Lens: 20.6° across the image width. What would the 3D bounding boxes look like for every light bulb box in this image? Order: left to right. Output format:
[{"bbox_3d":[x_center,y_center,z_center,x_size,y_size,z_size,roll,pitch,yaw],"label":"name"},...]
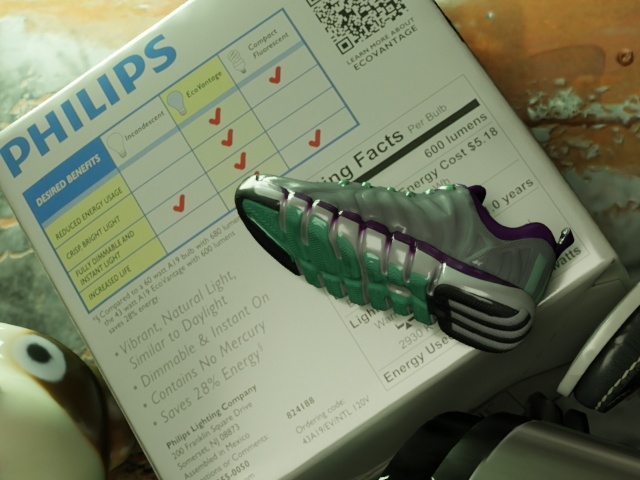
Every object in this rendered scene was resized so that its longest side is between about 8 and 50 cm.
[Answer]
[{"bbox_3d":[0.000,0.000,1.347,0.358,0.225,0.361,-34,67,5],"label":"light bulb box"}]

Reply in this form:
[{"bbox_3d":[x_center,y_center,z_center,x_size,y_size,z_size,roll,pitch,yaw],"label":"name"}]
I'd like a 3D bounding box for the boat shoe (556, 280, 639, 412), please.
[{"bbox_3d":[0.290,0.036,1.237,0.302,0.114,0.091,-37,75,-25],"label":"boat shoe"}]

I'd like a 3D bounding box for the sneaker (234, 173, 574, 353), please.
[{"bbox_3d":[0.054,-0.006,1.183,0.223,0.083,0.098,25,60,19],"label":"sneaker"}]

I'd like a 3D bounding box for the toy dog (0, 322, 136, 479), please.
[{"bbox_3d":[-0.264,0.265,1.326,0.284,0.395,0.408,10,89,6],"label":"toy dog"}]

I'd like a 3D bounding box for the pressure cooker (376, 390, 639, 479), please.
[{"bbox_3d":[0.158,0.301,1.133,0.420,0.370,0.375,15,95,22],"label":"pressure cooker"}]
